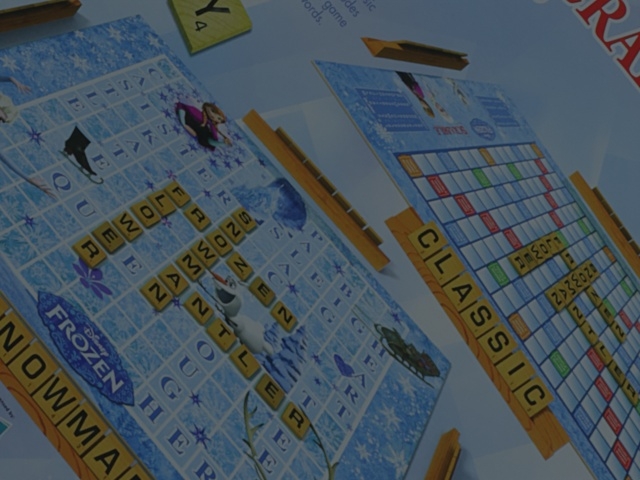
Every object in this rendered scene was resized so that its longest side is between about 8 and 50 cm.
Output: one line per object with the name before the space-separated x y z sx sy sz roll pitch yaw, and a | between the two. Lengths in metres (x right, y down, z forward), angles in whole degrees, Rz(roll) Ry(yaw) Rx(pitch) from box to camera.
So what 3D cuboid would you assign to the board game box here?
board game box | 0.000 0.000 0.466 0.318 0.066 0.319 -38 83 3
